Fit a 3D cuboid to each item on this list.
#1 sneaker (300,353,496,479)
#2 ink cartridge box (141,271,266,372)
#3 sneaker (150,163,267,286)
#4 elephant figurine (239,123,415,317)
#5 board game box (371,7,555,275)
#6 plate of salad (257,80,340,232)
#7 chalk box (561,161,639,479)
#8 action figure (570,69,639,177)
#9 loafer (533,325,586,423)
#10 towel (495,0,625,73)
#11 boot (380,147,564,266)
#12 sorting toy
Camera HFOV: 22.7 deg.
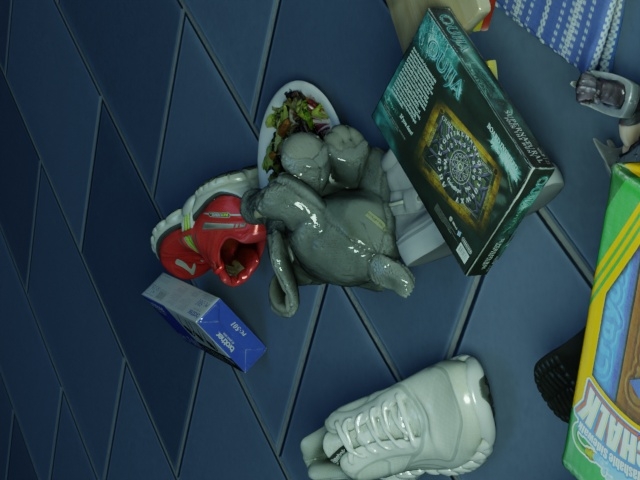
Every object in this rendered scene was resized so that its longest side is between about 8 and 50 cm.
[{"bbox_3d":[0.075,0.188,1.558,0.292,0.118,0.110,138,123,-60],"label":"sneaker"},{"bbox_3d":[-0.153,0.104,2.058,0.097,0.046,0.207,49,167,-23],"label":"ink cartridge box"},{"bbox_3d":[-0.130,0.007,1.973,0.279,0.107,0.118,-44,62,61],"label":"sneaker"},{"bbox_3d":[0.000,0.000,1.643,0.239,0.169,0.186,120,168,-58],"label":"elephant figurine"},{"bbox_3d":[0.112,-0.081,1.298,0.186,0.026,0.126,62,141,32],"label":"board game box"},{"bbox_3d":[-0.029,-0.077,1.770,0.200,0.048,0.200,17,110,58],"label":"plate of salad"},{"bbox_3d":[0.280,0.106,1.007,0.179,0.180,0.289,-134,44,-53],"label":"chalk box"},{"bbox_3d":[0.251,-0.084,1.120,0.185,0.099,0.285,52,147,33],"label":"action figure"},{"bbox_3d":[0.240,0.075,1.199,0.080,0.078,0.220,58,151,1],"label":"loafer"},{"bbox_3d":[0.170,-0.310,1.315,0.336,0.040,0.243,51,139,46],"label":"towel"},{"bbox_3d":[0.118,-0.063,1.409,0.258,0.095,0.123,-33,73,64],"label":"boot"},{"bbox_3d":[0.108,-0.217,1.361,0.132,0.046,0.274,-44,59,59],"label":"sorting toy"}]
